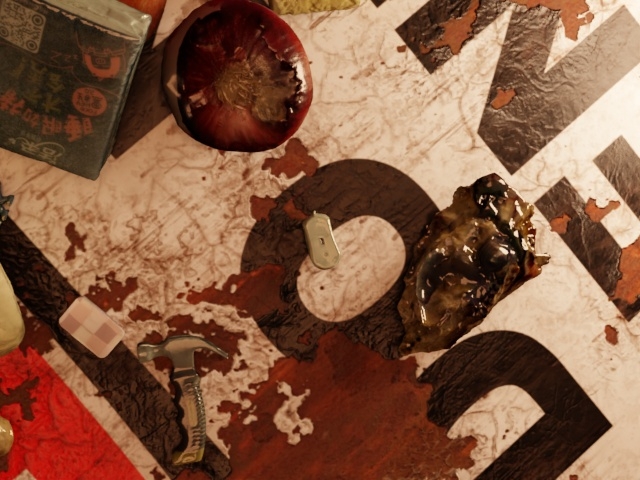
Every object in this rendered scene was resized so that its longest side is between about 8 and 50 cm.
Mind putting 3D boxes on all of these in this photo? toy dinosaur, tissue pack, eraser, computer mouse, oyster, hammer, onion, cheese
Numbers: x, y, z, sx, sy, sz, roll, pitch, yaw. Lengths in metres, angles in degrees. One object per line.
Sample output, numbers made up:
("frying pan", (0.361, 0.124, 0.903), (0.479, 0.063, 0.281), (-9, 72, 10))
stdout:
("toy dinosaur", (-0.556, -0.061, 1.505), (0.047, 0.030, 0.083), (19, 88, -11))
("tissue pack", (-0.420, -0.258, 1.397), (0.228, 0.103, 0.315), (22, 132, -10))
("eraser", (-0.400, 0.151, 1.541), (0.105, 0.026, 0.065), (41, 88, -9))
("computer mouse", (0.000, 0.000, 1.599), (0.056, 0.032, 0.110), (-14, 84, -10))
("oyster", (0.249, 0.050, 1.599), (0.361, 0.096, 0.221), (-41, 87, 0))
("hammer", (-0.237, 0.282, 1.565), (0.159, 0.041, 0.226), (-5, 92, -7))
("onion", (-0.131, -0.280, 1.510), (0.272, 0.195, 0.272), (8, 109, 22))
("cheese", (-0.014, -0.462, 1.548), (0.167, 0.094, 0.123), (-6, 95, -9))

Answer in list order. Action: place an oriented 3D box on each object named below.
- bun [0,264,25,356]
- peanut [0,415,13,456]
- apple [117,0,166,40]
("bun", (-0.620, 0.053, 1.360), (0.227, 0.352, 0.349), (-31, 59, -17))
("peanut", (-0.627, 0.345, 1.478), (0.214, 0.099, 0.099), (-7, 93, -7))
("apple", (-0.346, -0.413, 1.449), (0.188, 0.188, 0.173), (19, 84, -9))
